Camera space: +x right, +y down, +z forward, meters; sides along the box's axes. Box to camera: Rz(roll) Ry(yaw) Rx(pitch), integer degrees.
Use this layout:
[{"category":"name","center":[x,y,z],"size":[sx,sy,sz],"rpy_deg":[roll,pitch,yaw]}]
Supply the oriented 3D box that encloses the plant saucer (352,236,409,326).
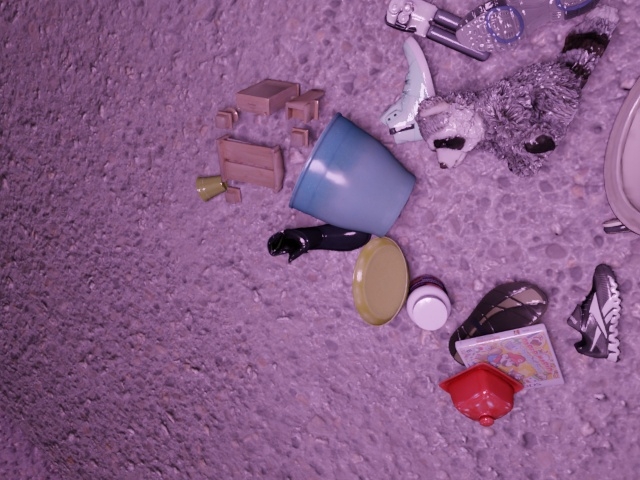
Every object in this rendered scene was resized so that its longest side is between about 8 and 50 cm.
[{"category":"plant saucer","center":[0.166,0.110,1.159],"size":[0.241,0.037,0.241],"rpy_deg":[-23,63,57]}]

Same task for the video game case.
[{"category":"video game case","center":[0.471,0.304,1.065],"size":[0.206,0.026,0.227],"rpy_deg":[-19,124,24]}]

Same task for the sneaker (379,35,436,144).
[{"category":"sneaker","center":[0.210,-0.374,1.094],"size":[0.150,0.094,0.256],"rpy_deg":[-15,95,17]}]

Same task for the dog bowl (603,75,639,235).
[{"category":"dog bowl","center":[0.720,-0.188,0.769],"size":[0.150,0.408,0.409],"rpy_deg":[11,103,-2]}]

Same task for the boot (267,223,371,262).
[{"category":"boot","center":[0.000,0.000,1.180],"size":[0.246,0.207,0.094],"rpy_deg":[-5,96,22]}]

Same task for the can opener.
[{"category":"can opener","center":[0.293,-0.524,1.055],"size":[0.280,0.093,0.074],"rpy_deg":[26,108,8]}]

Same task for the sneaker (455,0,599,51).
[{"category":"sneaker","center":[0.451,-0.507,0.959],"size":[0.296,0.129,0.111],"rpy_deg":[-13,118,15]}]

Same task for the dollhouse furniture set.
[{"category":"dollhouse furniture set","center":[-0.133,-0.272,1.280],"size":[0.302,0.174,0.356],"rpy_deg":[15,128,20]}]

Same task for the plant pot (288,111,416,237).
[{"category":"plant pot","center":[0.093,-0.145,1.103],"size":[0.255,0.272,0.272],"rpy_deg":[29,108,1]}]

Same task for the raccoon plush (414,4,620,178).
[{"category":"raccoon plush","center":[0.412,-0.348,0.976],"size":[0.298,0.216,0.447],"rpy_deg":[28,79,11]}]

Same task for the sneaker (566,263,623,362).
[{"category":"sneaker","center":[0.641,0.172,1.011],"size":[0.106,0.078,0.235],"rpy_deg":[-3,99,20]}]

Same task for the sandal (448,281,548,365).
[{"category":"sandal","center":[0.445,0.209,1.098],"size":[0.303,0.086,0.120],"rpy_deg":[-54,51,37]}]

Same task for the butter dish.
[{"category":"butter dish","center":[0.402,0.399,1.063],"size":[0.160,0.118,0.160],"rpy_deg":[32,129,-18]}]

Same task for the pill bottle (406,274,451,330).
[{"category":"pill bottle","center":[0.273,0.158,1.091],"size":[0.107,0.193,0.108],"rpy_deg":[2,98,11]}]

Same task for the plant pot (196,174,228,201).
[{"category":"plant pot","center":[-0.341,-0.174,1.372],"size":[0.079,0.083,0.084],"rpy_deg":[-13,93,11]}]

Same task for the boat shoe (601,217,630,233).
[{"category":"boat shoe","center":[0.749,-0.025,0.934],"size":[0.232,0.084,0.079],"rpy_deg":[-3,96,20]}]
